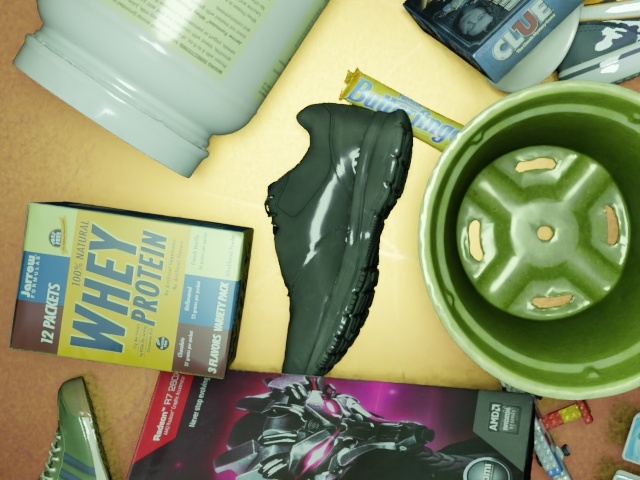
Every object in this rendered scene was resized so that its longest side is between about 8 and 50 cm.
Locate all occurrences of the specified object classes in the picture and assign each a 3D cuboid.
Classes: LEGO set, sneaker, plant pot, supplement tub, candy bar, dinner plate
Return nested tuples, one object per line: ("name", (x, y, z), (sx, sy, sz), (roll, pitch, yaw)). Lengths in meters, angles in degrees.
("LEGO set", (0.235, 0.235, 1.765), (0.244, 0.060, 0.183), (19, 108, 12))
("sneaker", (-0.250, 0.237, 1.792), (0.086, 0.064, 0.192), (-14, 95, -4))
("plant pot", (0.220, -0.004, 1.689), (0.276, 0.254, 0.276), (0, 92, 0))
("supplement tub", (-0.116, -0.246, 1.695), (0.235, 0.235, 0.325), (34, 92, 0))
("sneaker", (0.000, 0.000, 1.778), (0.130, 0.109, 0.286), (15, 86, 11))
("candy bar", (0.092, -0.121, 1.804), (0.161, 0.018, 0.040), (28, 91, -1))
("dinner plate", (0.194, -0.212, 1.749), (0.017, 0.141, 0.141), (15, 92, -36))
("sneaker", (0.368, -0.245, 1.745), (0.321, 0.126, 0.128), (-19, 88, -2))

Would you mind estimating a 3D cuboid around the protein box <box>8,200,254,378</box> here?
("protein box", (-0.172, 0.041, 1.719), (0.199, 0.201, 0.136), (8, 92, 0))

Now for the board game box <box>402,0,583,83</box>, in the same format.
("board game box", (0.207, -0.268, 1.704), (0.243, 0.165, 0.042), (-43, 122, 0))

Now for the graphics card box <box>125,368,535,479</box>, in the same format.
("graphics card box", (0.005, 0.238, 1.673), (0.370, 0.233, 0.094), (5, 135, 10))
